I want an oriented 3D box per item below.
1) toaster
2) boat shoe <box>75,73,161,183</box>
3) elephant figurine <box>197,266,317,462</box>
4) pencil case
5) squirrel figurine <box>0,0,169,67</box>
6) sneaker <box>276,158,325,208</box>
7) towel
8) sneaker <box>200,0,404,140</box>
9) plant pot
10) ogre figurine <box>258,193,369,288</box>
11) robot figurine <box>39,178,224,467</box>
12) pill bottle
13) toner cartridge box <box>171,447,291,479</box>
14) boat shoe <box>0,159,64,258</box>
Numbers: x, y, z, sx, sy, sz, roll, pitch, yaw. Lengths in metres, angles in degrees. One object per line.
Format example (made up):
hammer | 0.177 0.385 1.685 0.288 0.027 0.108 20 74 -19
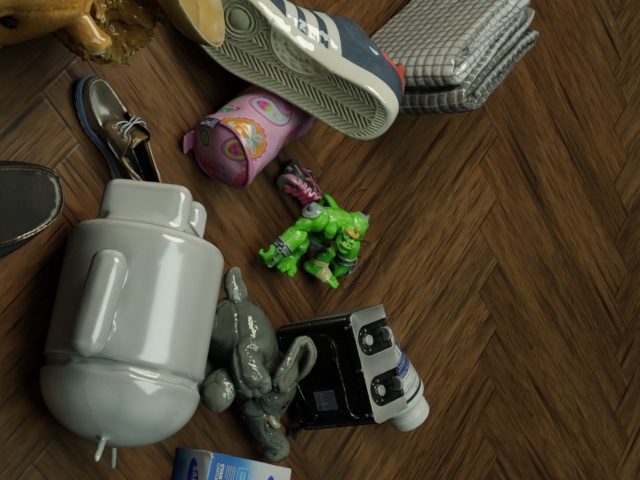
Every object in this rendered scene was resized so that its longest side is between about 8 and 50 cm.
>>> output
toaster | 0.028 0.193 1.918 0.110 0.186 0.168 -14 90 -49
boat shoe | -0.257 -0.138 1.696 0.066 0.066 0.183 -45 119 -39
elephant figurine | -0.090 0.185 1.821 0.239 0.186 0.169 31 23 -53
pencil case | -0.071 -0.188 1.865 0.284 0.124 0.124 -43 118 -38
squirrel figurine | -0.347 -0.289 1.384 0.397 0.370 0.281 -24 105 -45
sneaker | -0.017 -0.083 1.973 0.119 0.047 0.057 42 47 -39
towel | 0.197 -0.304 2.071 0.283 0.235 0.121 -48 125 -36
sneaker | -0.033 -0.283 1.794 0.350 0.131 0.148 36 43 -7
plant pot | -0.171 -0.328 1.466 0.236 0.032 0.236 -19 90 -78
ogre figurine | 0.000 0.000 1.934 0.197 0.097 0.118 21 112 -32
robot figurine | -0.235 0.105 1.610 0.300 0.200 0.353 50 47 -69
pill bottle | 0.106 0.222 2.047 0.094 0.094 0.169 -53 125 -34
toner cartridge box | -0.147 0.473 1.776 0.165 0.075 0.347 22 72 -45
boat shoe | -0.426 -0.017 1.462 0.355 0.130 0.132 -21 103 -46
